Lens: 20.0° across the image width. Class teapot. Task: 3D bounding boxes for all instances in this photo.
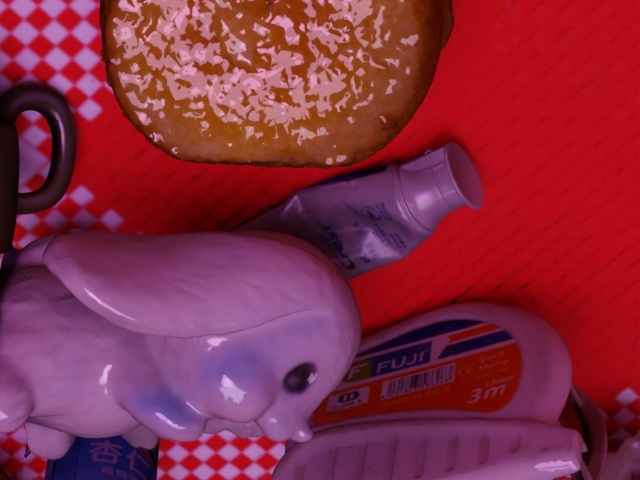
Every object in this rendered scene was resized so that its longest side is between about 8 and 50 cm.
[{"bbox_3d":[-0.298,-0.077,1.302,0.268,0.186,0.175,-1,96,-35],"label":"teapot"}]

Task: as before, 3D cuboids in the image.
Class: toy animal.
[{"bbox_3d":[-0.123,0.072,1.371,0.289,0.174,0.249,1,169,-20],"label":"toy animal"}]

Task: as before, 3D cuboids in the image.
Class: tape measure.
[{"bbox_3d":[0.100,0.168,1.417,0.258,0.265,0.130,-18,121,22],"label":"tape measure"}]

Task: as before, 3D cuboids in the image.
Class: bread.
[{"bbox_3d":[-0.034,-0.163,1.264,0.269,0.145,0.268,-1,120,-2],"label":"bread"}]

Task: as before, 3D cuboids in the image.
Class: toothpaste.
[{"bbox_3d":[0.000,0.000,1.433,0.266,0.061,0.096,-25,123,22],"label":"toothpaste"}]

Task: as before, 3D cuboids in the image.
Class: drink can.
[{"bbox_3d":[-0.181,0.229,1.460,0.097,0.235,0.097,-1,123,-2],"label":"drink can"}]

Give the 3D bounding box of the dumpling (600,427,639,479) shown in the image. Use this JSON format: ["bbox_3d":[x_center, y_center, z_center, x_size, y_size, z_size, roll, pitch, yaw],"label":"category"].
[{"bbox_3d":[0.177,0.266,1.557,0.243,0.175,0.227,-7,162,5],"label":"dumpling"}]

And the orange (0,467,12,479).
[{"bbox_3d":[-0.342,0.274,1.495,0.236,0.236,0.236,-1,124,-2],"label":"orange"}]
